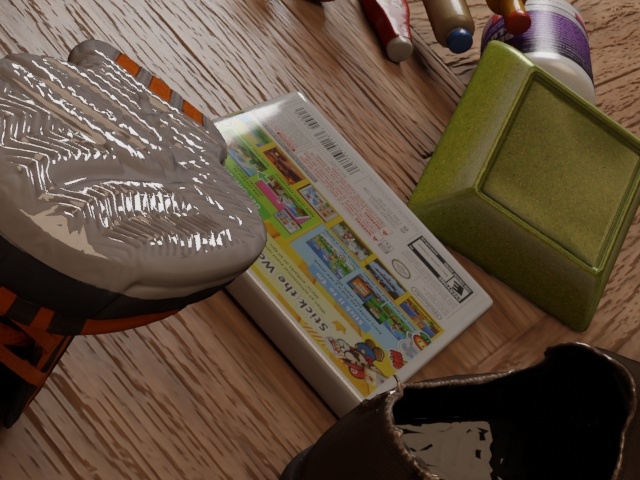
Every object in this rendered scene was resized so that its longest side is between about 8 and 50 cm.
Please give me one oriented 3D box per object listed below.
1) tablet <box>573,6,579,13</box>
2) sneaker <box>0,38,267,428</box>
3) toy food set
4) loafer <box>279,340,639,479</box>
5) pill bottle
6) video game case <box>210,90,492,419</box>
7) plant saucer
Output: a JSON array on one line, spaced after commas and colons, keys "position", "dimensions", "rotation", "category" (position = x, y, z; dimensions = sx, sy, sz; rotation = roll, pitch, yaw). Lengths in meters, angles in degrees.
[{"position": [0.292, -0.289, 1.442], "dimensions": [0.083, 0.006, 0.054], "rotation": [24, 38, -23], "category": "tablet"}, {"position": [-0.124, 0.019, 0.506], "dimensions": [0.125, 0.180, 0.321], "rotation": [38, 8, -8], "category": "sneaker"}, {"position": [0.076, -0.237, 1.075], "dimensions": [0.232, 0.111, 0.104], "rotation": [13, 44, -28], "category": "toy food set"}, {"position": [0.162, 0.128, 0.661], "dimensions": [0.366, 0.130, 0.133], "rotation": [-5, 54, -27], "category": "loafer"}, {"position": [0.204, -0.147, 1.105], "dimensions": [0.108, 0.108, 0.193], "rotation": [32, 35, -15], "category": "pill bottle"}, {"position": [0.000, 0.000, 0.813], "dimensions": [0.227, 0.026, 0.206], "rotation": [48, 34, 8], "category": "video game case"}, {"position": [0.189, -0.051, 0.956], "dimensions": [0.188, 0.045, 0.188], "rotation": [33, 67, -13], "category": "plant saucer"}]
